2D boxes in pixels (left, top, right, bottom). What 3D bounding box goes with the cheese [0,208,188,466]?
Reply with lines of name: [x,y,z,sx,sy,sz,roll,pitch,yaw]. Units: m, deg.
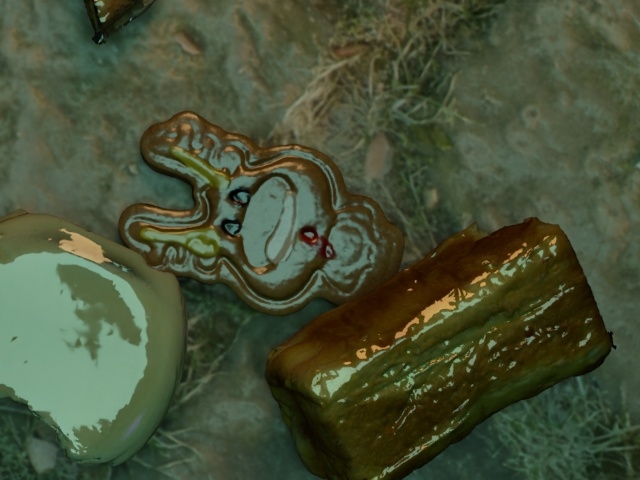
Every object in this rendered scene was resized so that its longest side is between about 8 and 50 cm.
cheese: [-0.265,0.102,1.812,0.266,0.127,0.233,27,85,-6]

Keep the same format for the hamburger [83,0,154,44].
hamburger: [-0.206,-0.291,1.861,0.102,0.087,0.176,-13,82,-22]

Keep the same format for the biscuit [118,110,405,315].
biscuit: [-0.056,-0.019,1.890,0.295,0.044,0.186,14,89,-7]

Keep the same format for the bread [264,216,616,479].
bread: [0.119,0.113,1.863,0.344,0.149,0.195,-28,114,-10]
